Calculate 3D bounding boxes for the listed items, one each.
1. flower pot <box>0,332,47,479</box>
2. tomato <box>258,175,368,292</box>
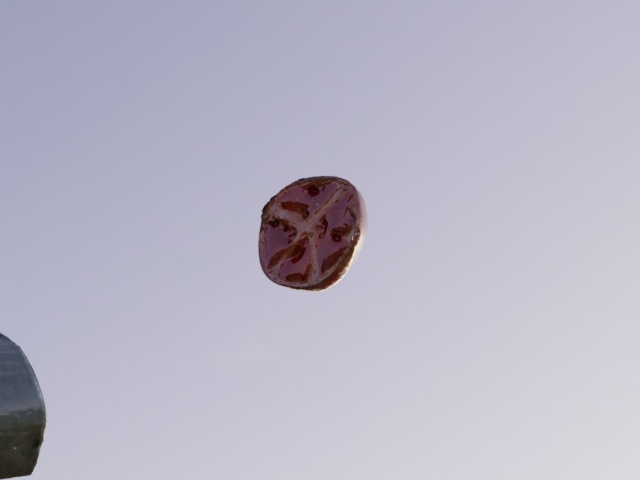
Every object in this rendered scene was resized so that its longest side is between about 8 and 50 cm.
[{"bbox_3d":[-0.346,0.126,1.277,0.108,0.229,0.103,-6,-58,-36],"label":"flower pot"},{"bbox_3d":[0.000,0.000,1.692,0.156,0.155,0.069,-21,-32,28],"label":"tomato"}]
